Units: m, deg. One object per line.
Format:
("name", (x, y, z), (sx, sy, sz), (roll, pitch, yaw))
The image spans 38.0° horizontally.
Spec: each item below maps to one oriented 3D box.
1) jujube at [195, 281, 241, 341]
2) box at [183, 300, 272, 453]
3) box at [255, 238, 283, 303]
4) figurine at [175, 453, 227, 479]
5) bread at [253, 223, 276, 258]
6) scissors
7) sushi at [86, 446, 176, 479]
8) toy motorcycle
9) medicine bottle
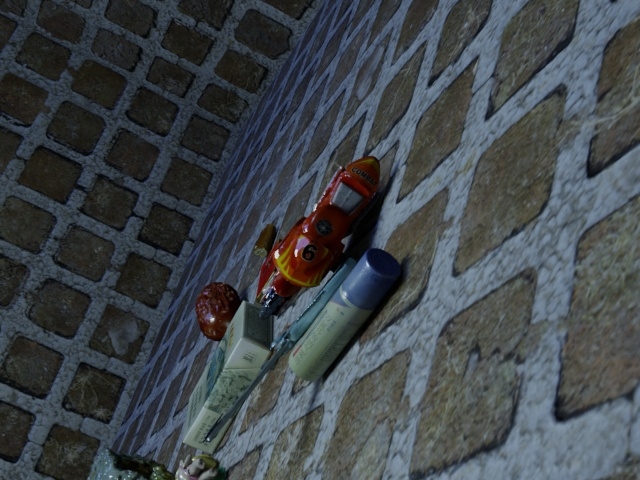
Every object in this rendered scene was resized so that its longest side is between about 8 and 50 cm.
("jujube", (-0.237, 0.168, 2.176), (0.176, 0.109, 0.112), (-118, 19, -65))
("box", (-0.181, 0.266, 1.820), (0.257, 0.069, 0.164), (-60, 13, 18))
("box", (-0.106, 0.067, 2.015), (0.090, 0.023, 0.133), (-54, 16, 30))
("figurine", (-0.216, 0.417, 1.682), (0.187, 0.083, 0.083), (127, 164, -64))
("bread", (-0.131, 0.001, 2.210), (0.047, 0.036, 0.083), (-37, 27, 47))
("scissors", (-0.064, 0.164, 1.372), (0.360, 0.029, 0.191), (-47, -3, -34))
("sushi", (-0.389, 0.521, 1.899), (0.140, 0.184, 0.274), (-67, 14, -6))
("toy motorcycle", (-0.002, 0.000, 1.474), (0.298, 0.089, 0.171), (-55, -8, -31))
("medicine bottle", (0.031, 0.107, 1.300), (0.231, 0.059, 0.059), (-56, 15, 34))
